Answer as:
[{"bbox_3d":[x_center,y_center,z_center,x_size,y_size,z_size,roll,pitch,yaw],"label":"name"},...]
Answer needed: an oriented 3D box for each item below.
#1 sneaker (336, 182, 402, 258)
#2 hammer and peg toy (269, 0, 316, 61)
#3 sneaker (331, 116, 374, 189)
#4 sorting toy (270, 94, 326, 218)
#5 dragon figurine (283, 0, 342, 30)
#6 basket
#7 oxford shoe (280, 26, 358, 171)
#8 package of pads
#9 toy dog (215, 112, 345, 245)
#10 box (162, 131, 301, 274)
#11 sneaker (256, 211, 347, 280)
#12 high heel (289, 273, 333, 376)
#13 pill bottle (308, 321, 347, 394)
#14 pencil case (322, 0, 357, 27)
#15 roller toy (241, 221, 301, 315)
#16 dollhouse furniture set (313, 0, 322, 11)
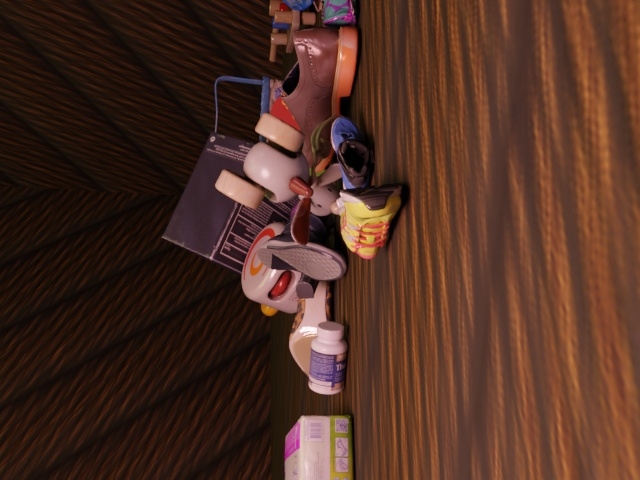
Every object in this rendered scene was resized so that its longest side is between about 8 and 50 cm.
[{"bbox_3d":[0.067,-0.023,0.873,0.208,0.081,0.094,111,154,-87],"label":"sneaker"},{"bbox_3d":[-0.091,-0.730,2.058,0.361,0.127,0.266,155,115,-82],"label":"hammer and peg toy"},{"bbox_3d":[0.051,-0.152,1.050,0.085,0.058,0.152,95,170,-65],"label":"sneaker"},{"bbox_3d":[-0.035,-0.210,1.568,0.126,0.126,0.366,-70,-18,-49],"label":"sorting toy"},{"bbox_3d":[-0.032,-0.512,1.271,0.085,0.289,0.144,-24,32,59],"label":"dragon figurine"},{"bbox_3d":[-0.182,-0.384,2.005,0.201,0.288,0.255,103,165,-78],"label":"basket"},{"bbox_3d":[-0.017,-0.280,1.313,0.364,0.132,0.130,103,170,-52],"label":"oxford shoe"},{"bbox_3d":[-0.010,0.451,1.170,0.296,0.101,0.229,108,163,-65],"label":"package of pads"},{"bbox_3d":[-0.023,-0.098,1.155,0.161,0.333,0.220,36,117,27],"label":"toy dog"},{"bbox_3d":[-0.198,-0.071,1.648,0.296,0.182,0.294,36,-104,-59],"label":"box"},{"bbox_3d":[-0.001,-0.002,1.308,0.226,0.163,0.086,11,130,43],"label":"sneaker"},{"bbox_3d":[-0.006,0.150,1.403,0.186,0.093,0.261,-68,-21,-60],"label":"high heel"},{"bbox_3d":[0.015,0.212,1.185,0.067,0.067,0.120,-116,29,-74],"label":"pill bottle"},{"bbox_3d":[0.042,-0.474,1.207,0.070,0.064,0.152,4,91,44],"label":"pencil case"},{"bbox_3d":[-0.081,0.068,1.519,0.191,0.146,0.210,-15,56,58],"label":"roller toy"},{"bbox_3d":[0.021,-0.611,1.621,0.081,0.091,0.114,47,-178,18],"label":"dollhouse furniture set"}]
